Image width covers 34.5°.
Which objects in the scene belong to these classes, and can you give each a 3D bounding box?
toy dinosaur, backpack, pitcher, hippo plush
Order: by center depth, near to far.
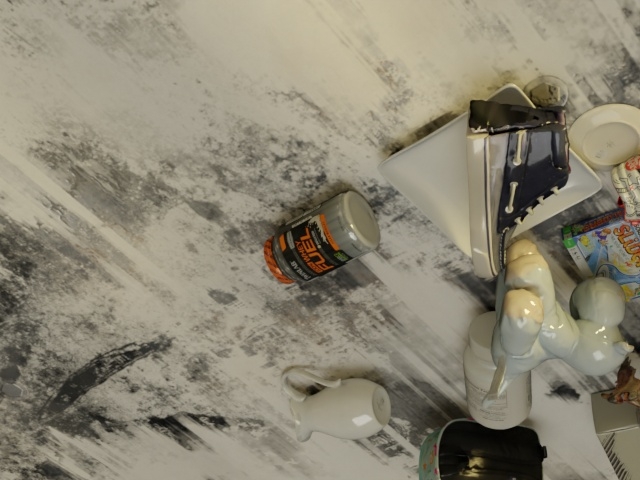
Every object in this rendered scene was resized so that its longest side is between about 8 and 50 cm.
[{"bbox_3d":[0.425,0.150,1.796,0.237,0.294,0.234,8,164,4],"label":"hippo plush"},{"bbox_3d":[0.691,0.305,2.058,0.200,0.127,0.296,-17,142,29],"label":"toy dinosaur"},{"bbox_3d":[0.027,0.333,2.144,0.207,0.125,0.177,-11,117,30],"label":"pitcher"},{"bbox_3d":[0.330,0.494,2.181,0.253,0.225,0.191,13,151,-22],"label":"backpack"}]

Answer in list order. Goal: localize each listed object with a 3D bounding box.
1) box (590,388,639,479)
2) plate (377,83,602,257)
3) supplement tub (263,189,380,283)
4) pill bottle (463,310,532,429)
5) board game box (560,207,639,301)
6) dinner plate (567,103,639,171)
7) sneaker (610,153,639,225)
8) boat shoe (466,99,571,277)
[{"bbox_3d":[0.659,0.435,2.184,0.094,0.113,0.275,-17,128,21],"label":"box"},{"bbox_3d":[0.284,-0.117,1.734,0.277,0.045,0.278,-32,123,29],"label":"plate"},{"bbox_3d":[0.000,0.000,1.819,0.190,0.117,0.117,-28,125,27],"label":"supplement tub"},{"bbox_3d":[0.346,0.252,2.020,0.131,0.131,0.229,-4,132,8],"label":"pill bottle"},{"bbox_3d":[0.536,0.031,1.860,0.136,0.035,0.201,-22,128,24],"label":"board game box"},{"bbox_3d":[0.476,-0.163,1.694,0.141,0.017,0.141,3,135,3],"label":"dinner plate"},{"bbox_3d":[0.596,-0.056,1.736,0.145,0.090,0.270,-27,126,29],"label":"sneaker"},{"bbox_3d":[0.320,-0.071,1.654,0.158,0.127,0.340,0,134,12],"label":"boat shoe"}]
